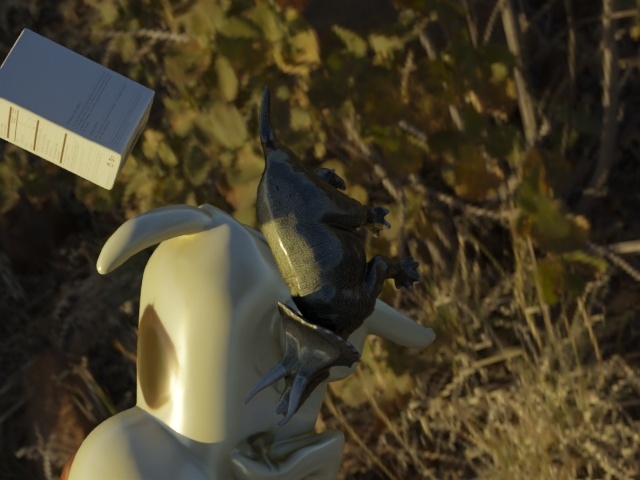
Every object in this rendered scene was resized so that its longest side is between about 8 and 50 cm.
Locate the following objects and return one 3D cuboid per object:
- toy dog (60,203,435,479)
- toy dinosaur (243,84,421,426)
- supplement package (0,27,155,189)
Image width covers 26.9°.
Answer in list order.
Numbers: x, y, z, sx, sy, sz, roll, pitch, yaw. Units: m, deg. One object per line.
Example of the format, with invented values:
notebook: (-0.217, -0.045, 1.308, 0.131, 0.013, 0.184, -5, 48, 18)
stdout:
toy dog: (-0.121, 0.192, 1.506, 0.284, 0.395, 0.408, 28, 89, 43)
toy dinosaur: (0.000, 0.000, 1.223, 0.121, 0.160, 0.314, -11, 87, 27)
supplement package: (-0.311, -0.160, 1.649, 0.179, 0.105, 0.105, 26, 64, -4)
